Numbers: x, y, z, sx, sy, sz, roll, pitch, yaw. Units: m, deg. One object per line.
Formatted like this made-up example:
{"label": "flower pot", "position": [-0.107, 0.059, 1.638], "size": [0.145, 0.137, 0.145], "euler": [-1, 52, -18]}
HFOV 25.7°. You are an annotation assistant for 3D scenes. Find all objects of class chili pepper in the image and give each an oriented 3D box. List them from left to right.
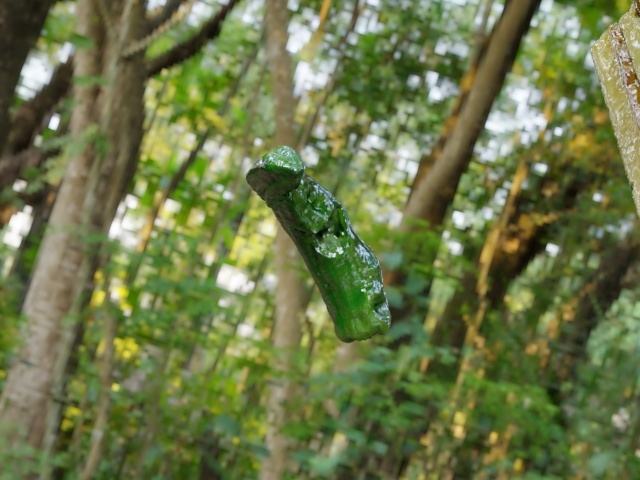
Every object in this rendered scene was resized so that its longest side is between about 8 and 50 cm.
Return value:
{"label": "chili pepper", "position": [-0.002, -0.006, 0.936], "size": [0.050, 0.073, 0.182], "euler": [-24, -48, 10]}

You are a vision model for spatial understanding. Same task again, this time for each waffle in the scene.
{"label": "waffle", "position": [0.175, -0.037, 0.629], "size": [0.102, 0.148, 0.042], "euler": [34, -58, -26]}
